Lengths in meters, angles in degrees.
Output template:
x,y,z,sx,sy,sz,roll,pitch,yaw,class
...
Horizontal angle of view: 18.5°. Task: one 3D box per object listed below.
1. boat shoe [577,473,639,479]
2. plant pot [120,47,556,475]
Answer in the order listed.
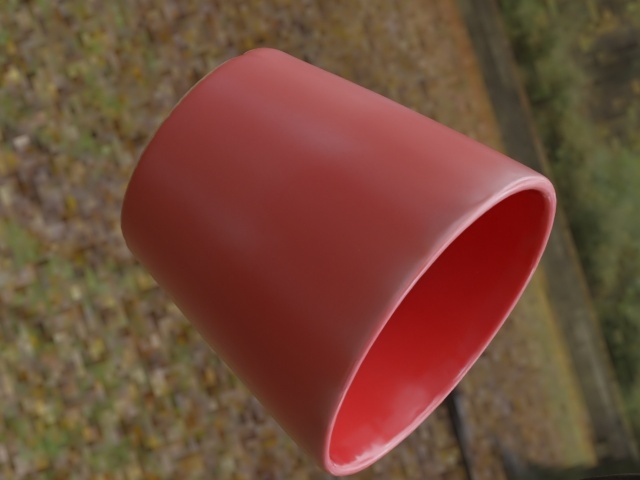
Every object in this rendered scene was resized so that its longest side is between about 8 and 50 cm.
x,y,z,sx,sy,sz,roll,pitch,yaw,class
0.050,0.116,0.637,0.073,0.223,0.080,52,29,-51,boat shoe
0.000,0.000,1.480,0.243,0.275,0.275,37,-2,20,plant pot
